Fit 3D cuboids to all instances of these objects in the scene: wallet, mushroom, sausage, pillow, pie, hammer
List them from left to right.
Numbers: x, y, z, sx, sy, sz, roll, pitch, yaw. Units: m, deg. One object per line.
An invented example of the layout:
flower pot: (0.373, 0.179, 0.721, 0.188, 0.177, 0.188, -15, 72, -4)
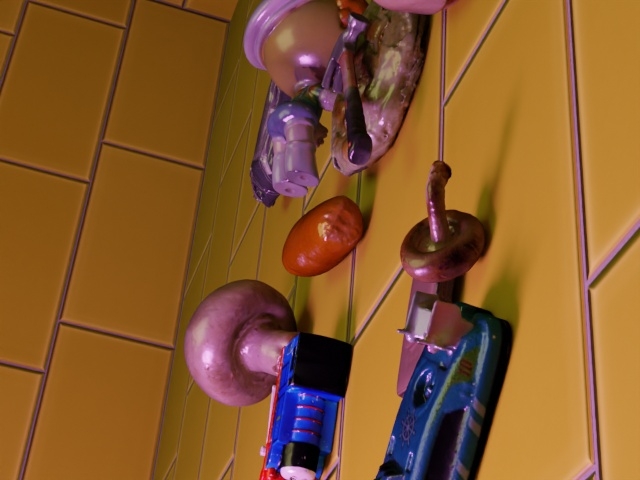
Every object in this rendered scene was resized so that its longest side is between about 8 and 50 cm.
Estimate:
mushroom: (-0.104, 0.167, 2.065, 0.204, 0.204, 0.204, -165, 90, -78)
pillow: (-0.069, -0.228, 2.521, 0.161, 0.092, 0.335, -166, 90, -84)
sausage: (0.000, 0.000, 1.934, 0.238, 0.098, 0.098, 144, 139, -69)
hammer: (0.043, -0.199, 1.801, 0.288, 0.033, 0.111, -96, 27, -52)
pie: (0.079, -0.237, 1.904, 0.306, 0.071, 0.306, -166, 90, -77)
wallet: (0.114, 0.091, 1.423, 0.118, 0.038, 0.153, 129, 154, -68)
mushroom: (0.131, -0.017, 1.367, 0.088, 0.072, 0.130, 0, 79, 45)

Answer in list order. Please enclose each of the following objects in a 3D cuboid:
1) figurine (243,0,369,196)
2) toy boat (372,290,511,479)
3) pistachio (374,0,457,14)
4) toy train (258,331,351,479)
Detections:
figurine: (-0.025, -0.268, 2.125, 0.224, 0.205, 0.382, 126, 153, -46)
toy boat: (0.092, 0.203, 1.266, 0.134, 0.092, 0.299, -154, 79, -75)
pistachio: (0.129, -0.359, 1.681, 0.215, 0.143, 0.144, 179, 105, -72)
toy train: (-0.023, 0.236, 1.778, 0.131, 0.082, 0.204, 132, 150, -62)
